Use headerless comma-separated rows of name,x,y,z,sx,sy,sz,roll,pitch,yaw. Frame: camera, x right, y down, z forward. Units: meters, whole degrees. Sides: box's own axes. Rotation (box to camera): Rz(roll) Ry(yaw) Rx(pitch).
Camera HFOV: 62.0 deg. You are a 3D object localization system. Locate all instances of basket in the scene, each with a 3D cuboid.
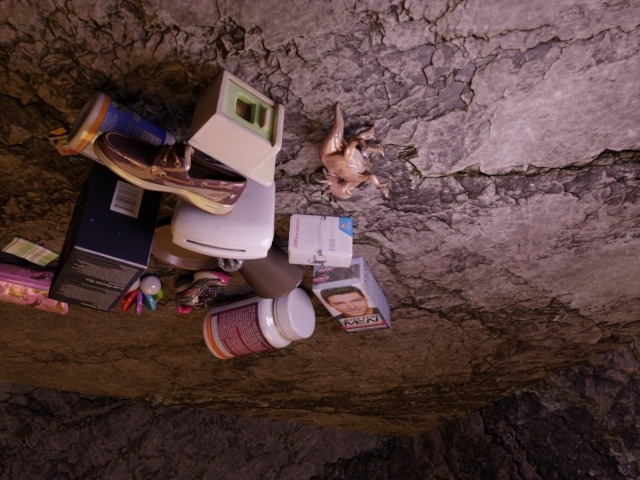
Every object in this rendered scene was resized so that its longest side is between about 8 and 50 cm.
basket,-0.196,0.069,1.746,0.204,0.154,0.227,-13,140,24

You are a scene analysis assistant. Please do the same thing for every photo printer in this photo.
photo printer,-0.246,-0.075,1.383,0.255,0.308,0.107,10,128,-10

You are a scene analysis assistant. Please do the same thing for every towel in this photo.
towel,-1.009,0.041,1.851,0.113,0.023,0.152,-24,138,34

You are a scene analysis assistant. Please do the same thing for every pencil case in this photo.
pencil case,-1.085,0.155,1.907,0.386,0.160,0.167,15,115,-18

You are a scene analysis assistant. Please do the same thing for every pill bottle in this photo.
pill bottle,-0.233,0.314,2.037,0.392,0.224,0.224,-17,142,26
pill bottle,-0.456,-0.230,1.307,0.272,0.152,0.152,29,137,-35

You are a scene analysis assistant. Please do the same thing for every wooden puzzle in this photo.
wooden puzzle,-0.672,-0.251,1.408,0.078,0.014,0.116,-7,145,14

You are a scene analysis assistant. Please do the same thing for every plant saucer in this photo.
plant saucer,-0.432,0.014,1.766,0.277,0.041,0.278,1,146,0

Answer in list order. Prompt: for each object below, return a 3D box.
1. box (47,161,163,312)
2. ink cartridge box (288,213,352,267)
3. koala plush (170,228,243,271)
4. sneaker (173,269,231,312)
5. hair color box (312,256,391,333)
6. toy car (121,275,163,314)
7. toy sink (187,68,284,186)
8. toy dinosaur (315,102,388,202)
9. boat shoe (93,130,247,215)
box,-0.572,-0.029,1.438,0.178,0.343,0.312,20,141,-27
ink cartridge box,0.000,0.000,1.634,0.190,0.140,0.082,4,148,-1
koala plush,-0.310,-0.026,1.541,0.221,0.196,0.203,20,121,-9
sneaker,-0.421,0.181,1.922,0.120,0.112,0.299,13,153,-41
hair color box,0.123,0.212,1.966,0.185,0.114,0.374,-11,143,18
toy car,-0.682,0.209,1.981,0.181,0.136,0.159,13,144,-16
toy sink,-0.168,-0.259,1.249,0.234,0.153,0.131,29,137,-32
toy dinosaur,0.054,-0.198,1.363,0.200,0.127,0.296,-8,140,27
boat shoe,-0.325,-0.173,1.201,0.342,0.123,0.123,26,125,-26
